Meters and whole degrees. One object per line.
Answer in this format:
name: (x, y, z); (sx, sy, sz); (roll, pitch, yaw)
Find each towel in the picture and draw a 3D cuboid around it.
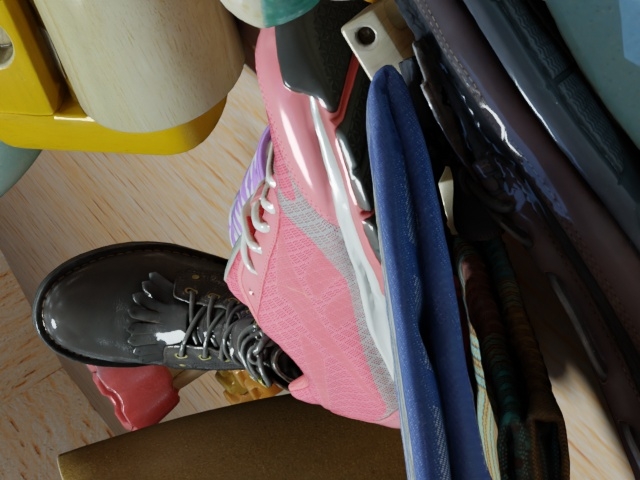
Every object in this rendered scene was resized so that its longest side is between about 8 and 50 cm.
towel: (0.052, 0.085, 0.827); (0.285, 0.034, 0.209); (80, -178, -60)
towel: (0.106, 0.204, 0.944); (0.271, 0.040, 0.370); (-95, -4, -73)

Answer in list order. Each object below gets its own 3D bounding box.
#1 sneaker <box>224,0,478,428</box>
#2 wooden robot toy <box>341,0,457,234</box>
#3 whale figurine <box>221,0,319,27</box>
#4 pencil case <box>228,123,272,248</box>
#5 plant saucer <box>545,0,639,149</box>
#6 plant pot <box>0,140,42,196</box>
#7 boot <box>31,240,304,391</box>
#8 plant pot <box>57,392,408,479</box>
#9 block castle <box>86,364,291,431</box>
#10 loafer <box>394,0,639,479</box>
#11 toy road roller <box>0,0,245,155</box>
sneaker: (0.000, 0.001, 1.015); (0.136, 0.116, 0.314); (0, 135, 22)
wooden robot toy: (0.054, -0.094, 0.893); (0.173, 0.076, 0.079); (59, -158, -9)
whale figurine: (0.010, -0.182, 0.682); (0.272, 0.141, 0.216); (22, -109, -81)
pencil case: (-0.010, -0.030, 1.184); (0.206, 0.086, 0.088); (129, 143, -74)
plant saucer: (0.135, -0.081, 0.639); (0.195, 0.037, 0.195); (52, 166, 19)
plant pot: (-0.340, -0.177, 1.769); (0.293, 0.196, 0.293); (52, 167, 18)
boot: (-0.053, 0.058, 1.278); (0.229, 0.263, 0.091); (-156, 69, -76)
plant pot: (-0.023, 0.206, 1.360); (0.237, 0.254, 0.237); (155, 90, -85)
block castle: (-0.028, 0.285, 1.691); (0.453, 0.213, 0.303); (43, 161, 45)
loafer: (0.096, -0.003, 0.766); (0.302, 0.095, 0.109); (54, -161, 4)
toy road roller: (-0.196, -0.210, 1.288); (0.329, 0.240, 0.202); (7, 141, 22)
